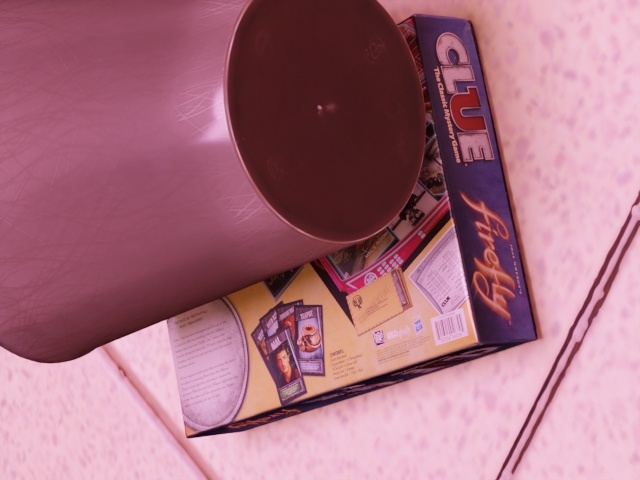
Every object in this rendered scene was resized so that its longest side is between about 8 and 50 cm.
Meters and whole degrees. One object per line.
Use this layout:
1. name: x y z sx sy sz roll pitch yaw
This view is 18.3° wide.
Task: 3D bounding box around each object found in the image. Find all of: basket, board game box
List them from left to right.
1. basket: -0.072 -0.047 0.975 0.227 0.154 0.204 -8 86 46
2. board game box: 0.000 0.000 1.035 0.243 0.042 0.165 -22 75 48
